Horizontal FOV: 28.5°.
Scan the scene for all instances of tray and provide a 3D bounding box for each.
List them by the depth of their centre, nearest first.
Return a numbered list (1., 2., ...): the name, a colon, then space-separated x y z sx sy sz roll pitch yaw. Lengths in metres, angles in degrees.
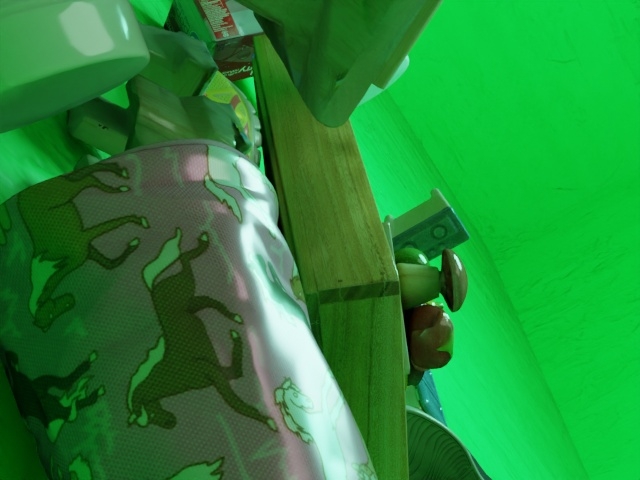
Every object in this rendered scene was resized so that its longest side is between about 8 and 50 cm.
1. tray: 0.000 0.000 1.072 0.411 0.076 0.203 -102 -174 -56

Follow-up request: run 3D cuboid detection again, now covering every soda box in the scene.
1. soda box: -0.020 -0.235 1.283 0.083 0.263 0.092 65 -28 17

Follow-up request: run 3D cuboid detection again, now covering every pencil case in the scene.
1. pencil case: -0.029 0.138 0.553 0.386 0.160 0.167 65 -23 22

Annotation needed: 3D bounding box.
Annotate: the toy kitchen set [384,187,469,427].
1. toy kitchen set: 0.112 0.083 1.315 0.207 0.166 0.122 55 12 -26

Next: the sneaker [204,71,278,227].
1. sneaker: -0.093 -0.073 0.996 0.094 0.081 0.208 40 24 -57

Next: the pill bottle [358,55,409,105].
1. pill bottle: -0.056 -0.325 1.471 0.363 0.210 0.210 63 11 9

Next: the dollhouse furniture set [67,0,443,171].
1. dollhouse furniture set: 0.022 -0.185 0.874 0.256 0.362 0.394 26 18 -24

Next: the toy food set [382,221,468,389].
1. toy food set: 0.084 0.059 1.031 0.218 0.071 0.128 100 -18 -78

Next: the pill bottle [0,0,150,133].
1. pill bottle: -0.190 -0.189 0.619 0.153 0.153 0.265 -33 100 -79

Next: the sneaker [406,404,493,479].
1. sneaker: 0.107 0.226 1.224 0.222 0.083 0.118 49 -4 -24
